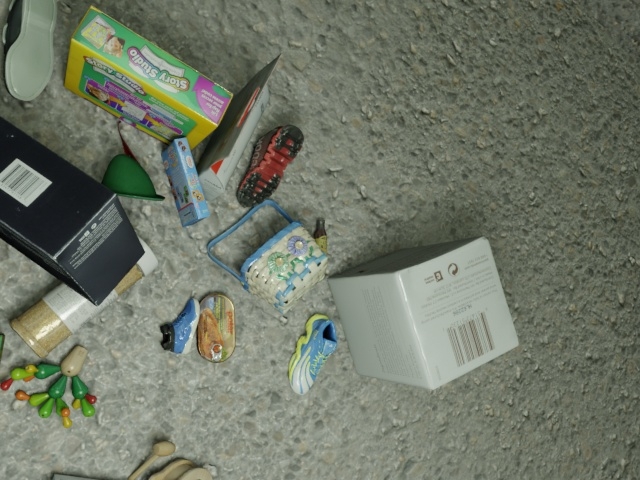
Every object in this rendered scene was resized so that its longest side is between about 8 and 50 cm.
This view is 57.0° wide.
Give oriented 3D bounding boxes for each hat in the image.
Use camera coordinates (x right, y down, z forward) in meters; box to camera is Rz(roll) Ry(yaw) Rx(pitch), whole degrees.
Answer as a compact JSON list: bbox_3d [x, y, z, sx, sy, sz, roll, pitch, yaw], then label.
[{"bbox_3d":[-0.483,-0.208,1.490,0.209,0.173,0.183,12,96,16],"label":"hat"}]

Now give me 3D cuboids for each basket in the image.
[{"bbox_3d":[-0.134,0.036,1.652,0.289,0.201,0.255,37,64,19],"label":"basket"}]

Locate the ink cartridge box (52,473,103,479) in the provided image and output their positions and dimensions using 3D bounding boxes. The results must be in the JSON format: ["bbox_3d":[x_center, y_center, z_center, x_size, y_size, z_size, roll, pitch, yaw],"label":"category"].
[{"bbox_3d":[-0.528,0.735,1.368,0.272,0.130,0.309,19,84,-24],"label":"ink cartridge box"}]

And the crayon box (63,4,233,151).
[{"bbox_3d":[-0.438,-0.377,1.473,0.363,0.313,0.106,29,72,-21],"label":"crayon box"}]

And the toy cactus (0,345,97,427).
[{"bbox_3d":[-0.626,0.337,1.418,0.219,0.112,0.180,30,61,-11],"label":"toy cactus"}]

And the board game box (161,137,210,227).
[{"bbox_3d":[-0.362,-0.150,1.568,0.039,0.160,0.211,-18,92,-28],"label":"board game box"}]

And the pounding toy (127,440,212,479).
[{"bbox_3d":[-0.388,0.639,1.507,0.154,0.155,0.269,12,87,-54],"label":"pounding toy"}]

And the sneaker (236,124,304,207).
[{"bbox_3d":[-0.159,-0.220,1.718,0.098,0.135,0.276,31,94,-33],"label":"sneaker"}]

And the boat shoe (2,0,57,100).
[{"bbox_3d":[-0.731,-0.487,1.469,0.114,0.091,0.302,25,69,-51],"label":"boat shoe"}]

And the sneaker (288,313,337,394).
[{"bbox_3d":[-0.019,0.328,1.698,0.091,0.126,0.240,20,75,-23],"label":"sneaker"}]

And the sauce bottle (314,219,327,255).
[{"bbox_3d":[0.000,0.000,1.797,0.042,0.042,0.128,2,84,-26],"label":"sauce bottle"}]

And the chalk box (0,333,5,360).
[{"bbox_3d":[-0.770,0.262,1.281,0.132,0.213,0.132,12,79,-25],"label":"chalk box"}]

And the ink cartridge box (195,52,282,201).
[{"bbox_3d":[-0.204,-0.282,1.537,0.091,0.385,0.308,31,71,-22],"label":"ink cartridge box"}]

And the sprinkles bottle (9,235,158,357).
[{"bbox_3d":[-0.572,0.127,1.449,0.355,0.121,0.121,-43,103,-24],"label":"sprinkles bottle"}]

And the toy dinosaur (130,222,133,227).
[{"bbox_3d":[-0.591,-0.052,1.509,0.211,0.064,0.112,29,47,-26],"label":"toy dinosaur"}]

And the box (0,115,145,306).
[{"bbox_3d":[-0.599,-0.058,1.291,0.343,0.312,0.179,33,67,9],"label":"box"}]

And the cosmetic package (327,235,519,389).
[{"bbox_3d":[0.283,0.203,1.715,0.329,0.394,0.327,-19,93,-27],"label":"cosmetic package"}]

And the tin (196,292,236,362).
[{"bbox_3d":[-0.289,0.241,1.626,0.106,0.040,0.189,1,83,-22],"label":"tin"}]

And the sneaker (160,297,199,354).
[{"bbox_3d":[-0.379,0.223,1.569,0.085,0.058,0.152,18,82,-32],"label":"sneaker"}]
